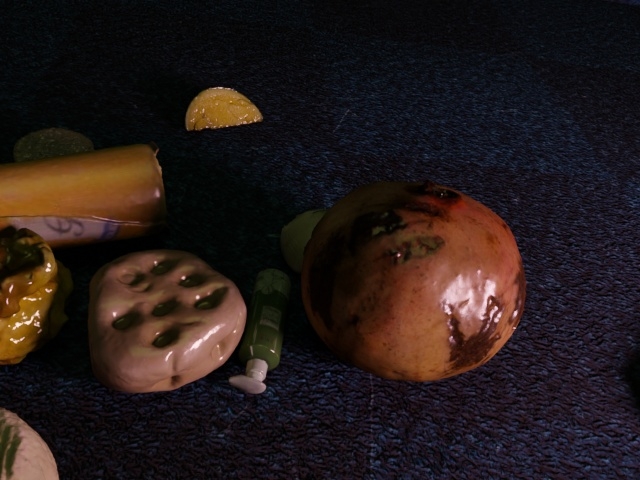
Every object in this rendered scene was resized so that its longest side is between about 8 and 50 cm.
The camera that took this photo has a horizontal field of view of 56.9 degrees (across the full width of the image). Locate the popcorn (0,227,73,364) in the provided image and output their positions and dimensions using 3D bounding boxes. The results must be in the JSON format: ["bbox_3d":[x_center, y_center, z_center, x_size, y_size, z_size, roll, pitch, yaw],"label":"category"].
[{"bbox_3d":[-0.437,0.073,0.792,0.198,0.155,0.197,-3,43,3],"label":"popcorn"}]

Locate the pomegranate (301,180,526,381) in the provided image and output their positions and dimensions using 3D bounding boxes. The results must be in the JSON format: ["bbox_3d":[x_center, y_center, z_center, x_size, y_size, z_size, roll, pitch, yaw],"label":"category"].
[{"bbox_3d":[0.129,0.052,0.853,0.322,0.322,0.322,6,42,-6],"label":"pomegranate"}]

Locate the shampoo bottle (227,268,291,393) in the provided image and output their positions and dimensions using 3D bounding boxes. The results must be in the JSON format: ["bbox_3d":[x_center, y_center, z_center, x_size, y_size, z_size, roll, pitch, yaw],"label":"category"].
[{"bbox_3d":[-0.085,0.132,0.870,0.065,0.065,0.204,9,42,-2],"label":"shampoo bottle"}]

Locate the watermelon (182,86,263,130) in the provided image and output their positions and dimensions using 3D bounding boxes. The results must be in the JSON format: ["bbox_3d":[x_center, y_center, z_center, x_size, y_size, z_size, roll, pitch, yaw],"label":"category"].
[{"bbox_3d":[-0.233,-0.291,1.333,0.182,0.075,0.092,-16,92,-26],"label":"watermelon"}]

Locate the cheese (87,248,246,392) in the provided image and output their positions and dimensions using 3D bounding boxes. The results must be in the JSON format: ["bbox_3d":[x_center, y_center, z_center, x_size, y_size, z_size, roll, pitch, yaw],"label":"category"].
[{"bbox_3d":[-0.215,0.111,0.820,0.218,0.117,0.235,10,40,1],"label":"cheese"}]

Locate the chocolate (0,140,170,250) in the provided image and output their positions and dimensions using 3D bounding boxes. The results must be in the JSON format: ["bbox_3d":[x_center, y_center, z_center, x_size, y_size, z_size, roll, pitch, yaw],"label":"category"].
[{"bbox_3d":[-0.459,-0.039,0.902,0.445,0.162,0.162,-13,47,-28],"label":"chocolate"}]

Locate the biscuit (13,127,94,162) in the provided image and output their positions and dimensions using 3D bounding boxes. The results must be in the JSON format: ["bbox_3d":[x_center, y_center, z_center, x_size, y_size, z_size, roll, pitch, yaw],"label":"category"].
[{"bbox_3d":[-0.516,-0.173,1.145,0.152,0.020,0.152,7,42,-7],"label":"biscuit"}]

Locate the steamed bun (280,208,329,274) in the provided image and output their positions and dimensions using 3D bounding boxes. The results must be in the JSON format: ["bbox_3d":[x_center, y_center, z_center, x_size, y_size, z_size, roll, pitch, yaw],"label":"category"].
[{"bbox_3d":[0.000,0.000,1.014,0.130,0.091,0.112,-10,47,-23],"label":"steamed bun"}]

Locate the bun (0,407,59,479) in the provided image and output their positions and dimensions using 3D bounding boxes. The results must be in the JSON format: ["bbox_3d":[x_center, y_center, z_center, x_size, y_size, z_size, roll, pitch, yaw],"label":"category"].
[{"bbox_3d":[-0.385,0.274,0.577,0.244,0.153,0.244,6,27,-3],"label":"bun"}]
